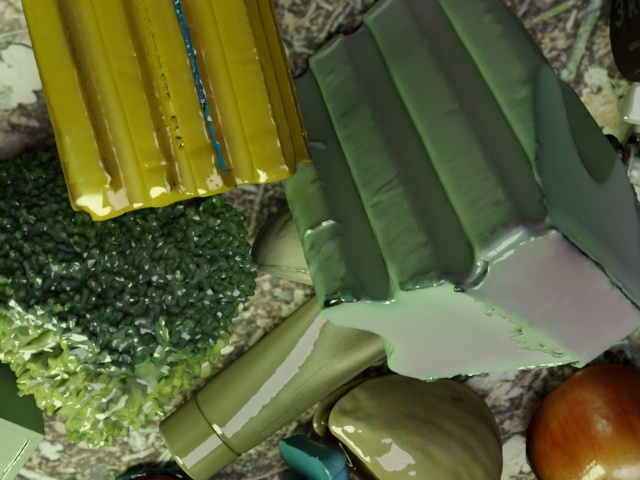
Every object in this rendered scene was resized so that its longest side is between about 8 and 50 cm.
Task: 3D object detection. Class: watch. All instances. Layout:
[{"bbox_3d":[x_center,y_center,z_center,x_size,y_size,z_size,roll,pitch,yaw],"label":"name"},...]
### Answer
[{"bbox_3d":[-0.039,0.339,1.632,0.193,0.211,0.211,-34,128,-23],"label":"watch"}]

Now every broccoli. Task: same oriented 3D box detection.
[{"bbox_3d":[-0.240,0.079,1.413,0.375,0.249,0.302,-8,121,-14],"label":"broccoli"}]

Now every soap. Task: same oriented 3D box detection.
[{"bbox_3d":[-0.142,-0.194,1.261,0.204,0.096,0.324,-11,100,15],"label":"soap"},{"bbox_3d":[0.111,-0.052,1.287,0.261,0.446,0.156,-37,121,12],"label":"soap"}]

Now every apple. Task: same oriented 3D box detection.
[{"bbox_3d":[0.334,0.242,1.688,0.199,0.199,0.199,-6,123,-9],"label":"apple"}]

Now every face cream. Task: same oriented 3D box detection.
[{"bbox_3d":[-0.019,0.129,1.604,0.341,0.084,0.137,-37,120,3],"label":"face cream"}]

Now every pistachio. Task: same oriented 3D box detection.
[{"bbox_3d":[0.104,0.225,1.656,0.238,0.138,0.153,14,76,-26],"label":"pistachio"}]

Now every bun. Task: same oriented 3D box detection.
[{"bbox_3d":[0.000,0.000,1.501,0.138,0.138,0.094,13,82,-20],"label":"bun"}]

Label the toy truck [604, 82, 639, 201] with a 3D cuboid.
[{"bbox_3d":[0.329,-0.040,1.548,0.136,0.111,0.286,13,117,-2],"label":"toy truck"}]

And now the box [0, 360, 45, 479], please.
[{"bbox_3d":[-0.439,0.203,1.527,0.225,0.117,0.225,28,112,-27],"label":"box"}]

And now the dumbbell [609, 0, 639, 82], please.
[{"bbox_3d":[0.403,-0.213,1.435,0.225,0.140,0.124,3,84,-15],"label":"dumbbell"}]

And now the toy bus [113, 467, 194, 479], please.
[{"bbox_3d":[-0.192,0.392,1.702,0.121,0.120,0.265,1,120,-10],"label":"toy bus"}]
